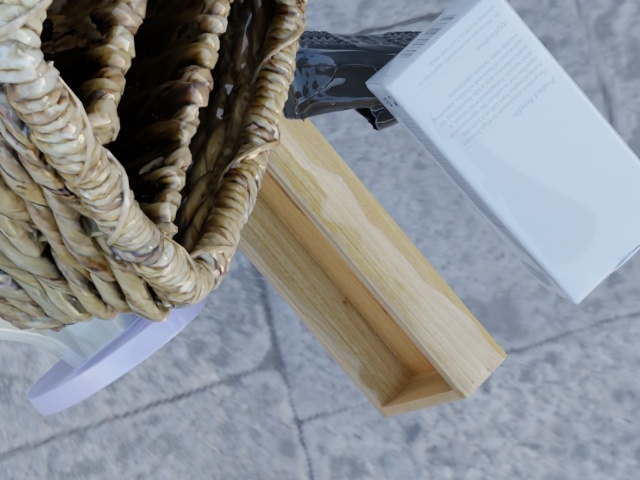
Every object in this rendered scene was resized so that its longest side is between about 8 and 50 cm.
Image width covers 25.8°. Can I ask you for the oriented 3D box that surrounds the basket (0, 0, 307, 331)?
[{"bbox_3d":[-0.075,-0.121,0.615,0.213,0.223,0.299,32,57,-35],"label":"basket"}]

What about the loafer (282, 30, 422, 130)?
[{"bbox_3d":[0.056,-0.134,1.187,0.220,0.080,0.078,0,111,-20],"label":"loafer"}]

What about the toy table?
[{"bbox_3d":[-0.272,0.071,1.571,0.274,0.252,0.161,-33,101,27],"label":"toy table"}]

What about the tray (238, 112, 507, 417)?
[{"bbox_3d":[0.000,0.000,1.464,0.076,0.203,0.411,-41,95,-25],"label":"tray"}]

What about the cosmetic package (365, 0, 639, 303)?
[{"bbox_3d":[0.157,-0.074,1.092,0.117,0.085,0.231,-42,102,-2],"label":"cosmetic package"}]
